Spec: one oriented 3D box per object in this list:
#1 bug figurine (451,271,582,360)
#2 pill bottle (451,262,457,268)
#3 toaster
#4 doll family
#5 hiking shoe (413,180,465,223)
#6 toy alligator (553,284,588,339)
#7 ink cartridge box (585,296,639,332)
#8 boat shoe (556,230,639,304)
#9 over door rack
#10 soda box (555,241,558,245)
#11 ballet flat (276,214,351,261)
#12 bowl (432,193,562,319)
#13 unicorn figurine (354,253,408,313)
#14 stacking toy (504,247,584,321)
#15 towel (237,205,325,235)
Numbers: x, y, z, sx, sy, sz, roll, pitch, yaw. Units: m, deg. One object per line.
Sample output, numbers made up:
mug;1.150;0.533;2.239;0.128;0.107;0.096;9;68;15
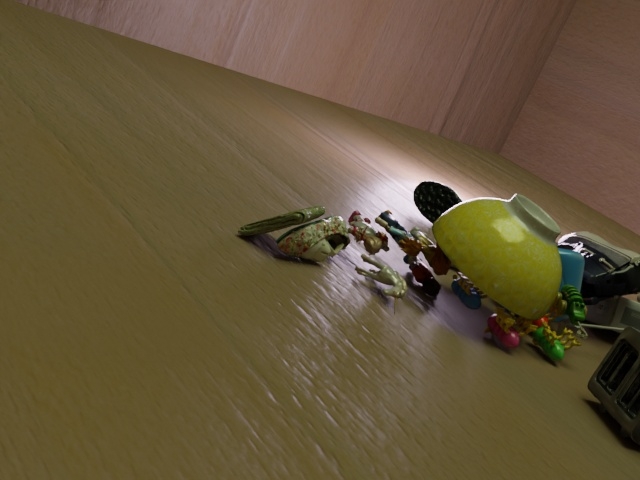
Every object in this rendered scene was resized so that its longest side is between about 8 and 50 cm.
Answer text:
bug figurine;0.389;0.156;1.721;0.279;0.072;0.216;19;21;-28
pill bottle;0.348;0.042;2.033;0.116;0.065;0.065;20;17;-14
toaster;0.578;0.256;1.486;0.110;0.185;0.168;23;16;-20
doll family;0.181;0.006;1.736;0.263;0.118;0.163;34;13;-25
hiking shoe;0.390;-0.059;2.382;0.304;0.113;0.132;35;0;23
toy alligator;0.524;0.136;1.757;0.056;0.051;0.189;14;22;-7
ink cartridge box;0.764;0.193;2.185;0.308;0.091;0.385;19;0;-16
boat shoe;0.618;0.065;2.041;0.158;0.127;0.340;-15;11;-14
over door rack;0.678;0.192;1.722;0.324;0.108;0.239;-4;14;-16
soda box;0.665;0.023;2.548;0.169;0.060;0.053;24;18;-6
ballet flat;0.000;0.000;1.658;0.077;0.091;0.241;55;27;7
bowl;0.379;0.002;1.687;0.289;0.156;0.289;32;22;-15
unicorn figurine;0.121;0.070;1.633;0.111;0.060;0.162;27;17;10
stacking toy;0.486;0.082;2.001;0.175;0.165;0.302;11;5;-1
towel;-0.072;-0.035;1.609;0.148;0.027;0.110;-15;2;25
